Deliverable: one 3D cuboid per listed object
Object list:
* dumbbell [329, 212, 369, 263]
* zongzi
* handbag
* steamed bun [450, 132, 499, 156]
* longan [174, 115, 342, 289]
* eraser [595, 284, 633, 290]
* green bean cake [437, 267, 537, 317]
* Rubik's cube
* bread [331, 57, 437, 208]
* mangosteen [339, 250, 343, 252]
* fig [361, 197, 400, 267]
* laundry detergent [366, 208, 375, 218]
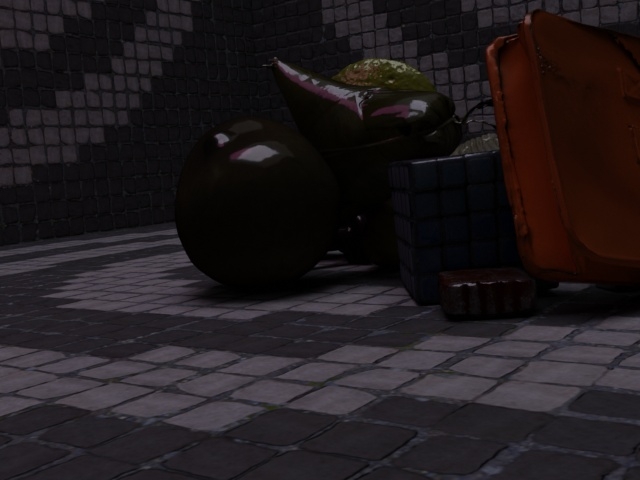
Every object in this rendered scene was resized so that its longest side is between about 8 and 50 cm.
[{"bbox_3d":[0.000,0.000,1.814,0.225,0.124,0.140,-6,5,-20],"label":"dumbbell"},{"bbox_3d":[0.106,-0.272,1.540,0.181,0.418,0.447,-32,1,-40],"label":"zongzi"},{"bbox_3d":[0.411,-0.136,1.196,0.303,0.410,0.116,6,-22,-28],"label":"handbag"},{"bbox_3d":[0.446,-0.138,2.257,0.367,0.255,0.342,-28,16,11],"label":"steamed bun"},{"bbox_3d":[-0.125,-0.073,1.547,0.360,0.361,0.361,-4,5,0],"label":"longan"},{"bbox_3d":[0.493,0.061,1.271,0.084,0.027,0.063,-6,4,-12],"label":"eraser"},{"bbox_3d":[0.242,0.076,1.164,0.135,0.056,0.135,-4,4,5],"label":"green bean cake"},{"bbox_3d":[0.252,-0.030,1.347,0.237,0.237,0.238,-7,5,-1],"label":"Rubik's cube"},{"bbox_3d":[0.156,-0.248,1.915,0.348,0.348,0.308,-2,1,21],"label":"bread"},{"bbox_3d":[-0.081,-0.090,2.010,0.313,0.297,0.297,13,15,40],"label":"mangosteen"},{"bbox_3d":[0.200,0.004,1.675,0.159,0.159,0.257,-8,23,-32],"label":"fig"},{"bbox_3d":[0.192,-0.035,2.042,0.263,0.125,0.398,-4,4,-13],"label":"laundry detergent"}]
